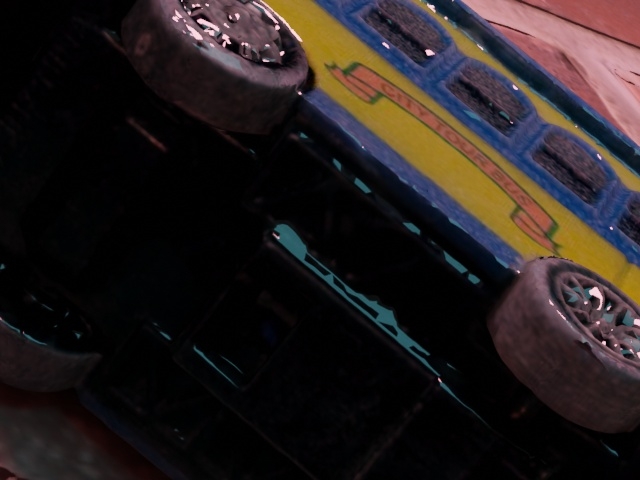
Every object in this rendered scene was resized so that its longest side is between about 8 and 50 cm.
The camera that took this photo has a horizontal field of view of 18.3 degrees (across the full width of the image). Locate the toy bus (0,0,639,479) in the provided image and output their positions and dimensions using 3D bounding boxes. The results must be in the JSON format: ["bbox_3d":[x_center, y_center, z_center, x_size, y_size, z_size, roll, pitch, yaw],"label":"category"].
[{"bbox_3d":[0.000,0.000,0.676,0.312,0.152,0.190,40,25,3],"label":"toy bus"}]
